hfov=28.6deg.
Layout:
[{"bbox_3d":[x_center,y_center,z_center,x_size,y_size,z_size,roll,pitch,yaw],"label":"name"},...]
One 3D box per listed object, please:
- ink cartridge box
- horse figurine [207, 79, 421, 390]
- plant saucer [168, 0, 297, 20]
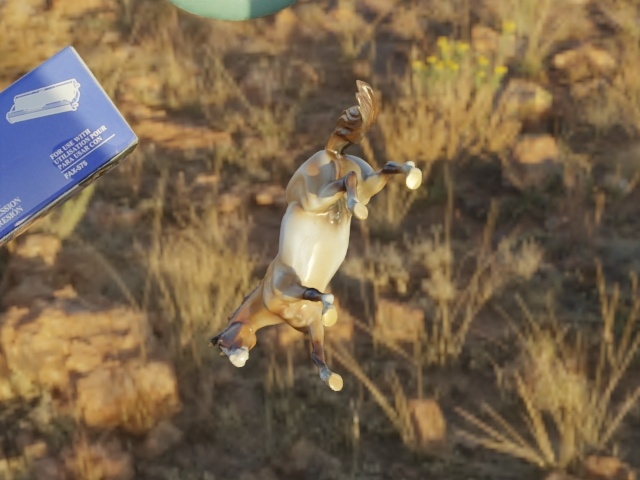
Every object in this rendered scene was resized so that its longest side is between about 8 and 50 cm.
[{"bbox_3d":[-0.132,-0.030,0.545,0.097,0.046,0.207,-36,8,-7],"label":"ink cartridge box"},{"bbox_3d":[0.000,0.000,1.022,0.066,0.263,0.174,16,6,-24],"label":"horse figurine"},{"bbox_3d":[-0.046,-0.173,0.643,0.119,0.119,0.021,-8,-7,-10],"label":"plant saucer"}]
